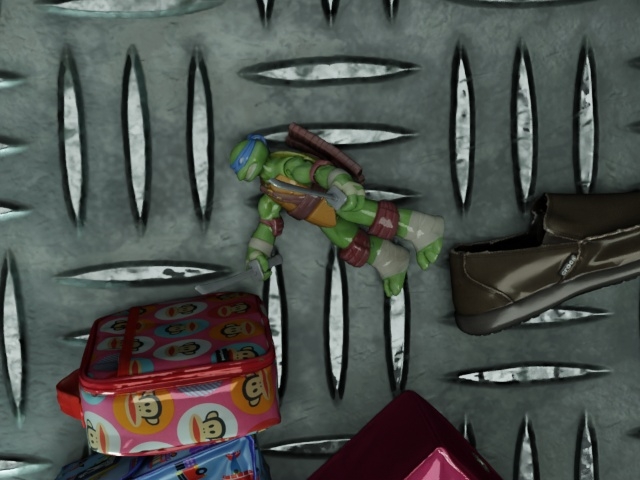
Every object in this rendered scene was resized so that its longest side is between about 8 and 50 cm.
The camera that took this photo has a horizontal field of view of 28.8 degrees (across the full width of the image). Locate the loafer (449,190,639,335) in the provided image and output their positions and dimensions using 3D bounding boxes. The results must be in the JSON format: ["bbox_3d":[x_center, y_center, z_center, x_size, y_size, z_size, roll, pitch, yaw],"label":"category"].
[{"bbox_3d":[0.324,-0.004,1.566,0.366,0.134,0.130,-25,100,-1],"label":"loafer"}]

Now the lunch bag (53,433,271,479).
[{"bbox_3d":[-0.211,0.302,1.519,0.293,0.221,0.138,-15,99,-3],"label":"lunch bag"}]

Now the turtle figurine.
[{"bbox_3d":[0.000,0.000,1.497,0.266,0.274,0.197,23,111,-16],"label":"turtle figurine"}]

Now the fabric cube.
[{"bbox_3d":[0.121,0.380,1.541,0.259,0.258,0.254,-44,98,2],"label":"fabric cube"}]

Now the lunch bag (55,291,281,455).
[{"bbox_3d":[-0.180,0.155,1.467,0.258,0.293,0.120,-9,103,-4],"label":"lunch bag"}]
